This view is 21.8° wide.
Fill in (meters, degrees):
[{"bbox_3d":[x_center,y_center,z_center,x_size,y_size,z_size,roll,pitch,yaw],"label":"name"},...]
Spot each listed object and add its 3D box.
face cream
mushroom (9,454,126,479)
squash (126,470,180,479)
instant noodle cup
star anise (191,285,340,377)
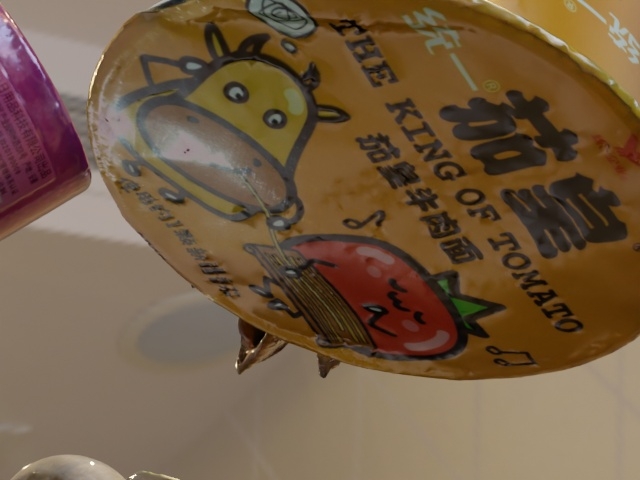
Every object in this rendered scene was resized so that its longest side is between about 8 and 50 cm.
[{"bbox_3d":[-0.280,-0.063,1.132,0.195,0.175,0.175,-31,-27,-15],"label":"face cream"},{"bbox_3d":[-0.265,0.296,1.553,0.207,0.207,0.215,-31,-37,25],"label":"mushroom"},{"bbox_3d":[-0.053,0.369,1.095,0.263,0.384,0.263,14,-12,3],"label":"squash"},{"bbox_3d":[0.041,-0.075,0.622,0.216,0.172,0.215,12,-36,9],"label":"instant noodle cup"},{"bbox_3d":[-0.005,-0.004,1.167,0.111,0.196,0.212,-17,-11,-38],"label":"star anise"}]
